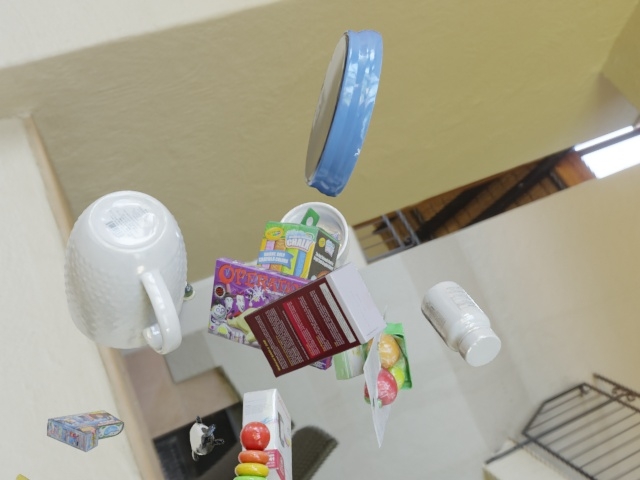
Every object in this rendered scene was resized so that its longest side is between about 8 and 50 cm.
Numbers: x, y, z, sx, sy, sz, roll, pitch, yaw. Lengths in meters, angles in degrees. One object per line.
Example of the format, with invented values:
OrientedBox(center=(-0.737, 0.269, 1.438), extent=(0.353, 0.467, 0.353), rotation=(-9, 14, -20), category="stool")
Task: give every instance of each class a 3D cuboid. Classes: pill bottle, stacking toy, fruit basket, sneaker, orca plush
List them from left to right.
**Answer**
OrientedBox(center=(-0.501, 0.141, 2.155), extent=(0.086, 0.192, 0.064), rotation=(89, 12, -63), category="sneaker")
OrientedBox(center=(-0.383, 0.679, 2.335), extent=(0.287, 0.102, 0.151), rotation=(124, -35, -57), category="orca plush")
OrientedBox(center=(-0.193, 0.681, 1.903), extent=(0.141, 0.141, 0.330), rotation=(109, -14, -64), category="stacking toy")
OrientedBox(center=(0.195, 0.441, 2.219), extent=(0.166, 0.353, 0.327), rotation=(0, -62, 24), category="fruit basket")
OrientedBox(center=(0.373, 0.222, 1.778), extent=(0.229, 0.131, 0.131), rotation=(-123, -159, -52), category="pill bottle")

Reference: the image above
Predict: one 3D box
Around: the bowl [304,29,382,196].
OrientedBox(center=(0.044, -0.298, 1.559), extent=(0.391, 0.077, 0.391), rotation=(-167, -90, -80), category="bowl")

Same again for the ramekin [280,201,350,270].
OrientedBox(center=(-0.021, 0.007, 2.525), extent=(0.277, 0.277, 0.135), rotation=(62, 1, 25), category="ramekin")

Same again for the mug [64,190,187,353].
OrientedBox(center=(-0.416, 0.088, 1.516), extent=(0.374, 0.276, 0.328), rotation=(54, -32, 23), category="mug")

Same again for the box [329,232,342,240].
OrientedBox(center=(0.000, 0.000, 2.196), extent=(0.081, 0.136, 0.028), rotation=(-33, 112, -75), category="box")

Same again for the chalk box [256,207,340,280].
OrientedBox(center=(-0.066, 0.048, 1.988), extent=(0.180, 0.179, 0.288), rotation=(38, 62, -62), category="chalk box")

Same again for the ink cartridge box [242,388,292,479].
OrientedBox(center=(-0.182, 0.701, 2.314), extent=(0.226, 0.131, 0.306), rotation=(73, 10, -45), category="ink cartridge box")

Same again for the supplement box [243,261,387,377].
OrientedBox(center=(-0.014, 0.143, 1.176), extent=(0.239, 0.073, 0.130), rotation=(-28, -91, 40), category="supplement box")

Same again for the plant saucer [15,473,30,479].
OrientedBox(center=(-0.684, 0.788, 1.601), extent=(0.332, 0.081, 0.332), rotation=(-109, -160, -53), category="plant saucer")

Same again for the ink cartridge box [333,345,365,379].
OrientedBox(center=(0.116, 0.378, 2.319), extent=(0.056, 0.235, 0.171), rotation=(-14, -98, 30), category="ink cartridge box")

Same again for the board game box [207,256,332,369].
OrientedBox(center=(-0.120, 0.180, 1.697), extent=(0.347, 0.056, 0.208), rotation=(13, -81, 23), category="board game box")

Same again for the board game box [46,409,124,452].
OrientedBox(center=(-0.737, 0.608, 2.137), extent=(0.194, 0.194, 0.060), rotation=(9, -85, 47), category="board game box")
